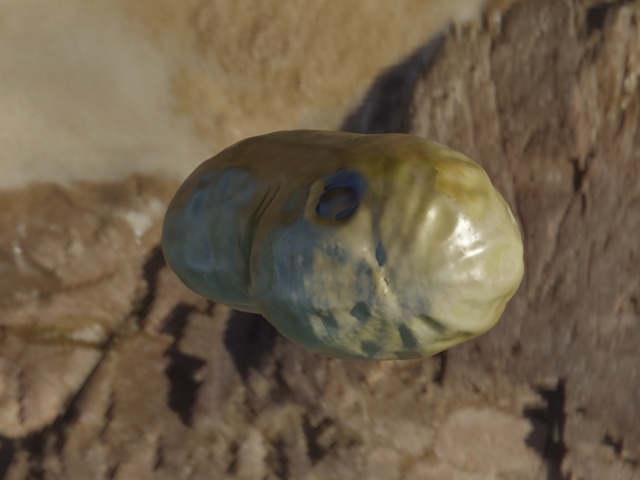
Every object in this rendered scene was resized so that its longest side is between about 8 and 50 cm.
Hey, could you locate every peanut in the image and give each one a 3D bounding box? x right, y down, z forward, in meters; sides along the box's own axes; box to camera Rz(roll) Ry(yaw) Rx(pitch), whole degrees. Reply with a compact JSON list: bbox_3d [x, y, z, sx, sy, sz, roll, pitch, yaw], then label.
[{"bbox_3d":[0.000,0.000,0.951,0.236,0.110,0.120,7,72,48],"label":"peanut"}]
